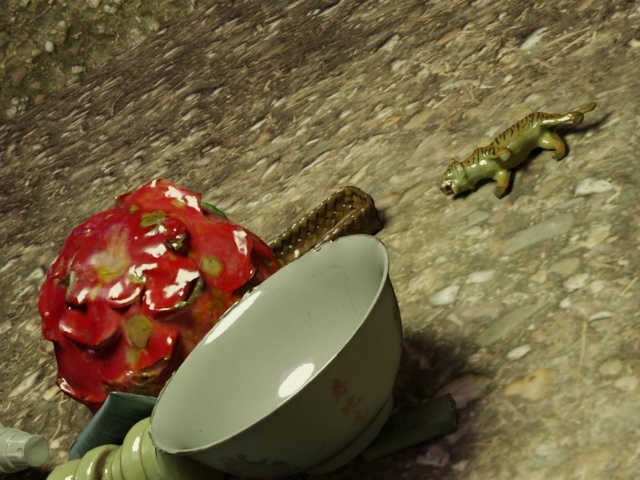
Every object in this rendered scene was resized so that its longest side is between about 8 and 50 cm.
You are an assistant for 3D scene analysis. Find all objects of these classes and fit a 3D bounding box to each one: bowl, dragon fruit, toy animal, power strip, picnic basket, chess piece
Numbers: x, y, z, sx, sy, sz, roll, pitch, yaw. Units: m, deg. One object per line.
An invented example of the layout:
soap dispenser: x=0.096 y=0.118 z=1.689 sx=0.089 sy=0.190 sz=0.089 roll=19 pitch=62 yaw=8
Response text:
bowl: x=-0.016 y=0.163 z=1.235 sx=0.345 sy=0.157 sz=0.345 roll=-36 pitch=18 yaw=14
dragon fruit: x=-0.247 y=0.075 z=1.516 sx=0.370 sy=0.249 sz=0.386 roll=-20 pitch=47 yaw=27
toy animal: x=0.275 y=-0.131 z=1.507 sx=0.241 sy=0.057 sz=0.099 roll=-34 pitch=28 yaw=2
power strip: x=0.093 y=0.213 z=1.214 sx=0.136 sy=0.019 sz=0.051 roll=-25 pitch=27 yaw=19
picnic basket: x=0.000 y=0.000 z=1.600 sx=0.193 sy=0.055 sz=0.110 roll=-39 pitch=28 yaw=-7
chess piece: x=-0.246 y=0.301 z=1.348 sx=0.243 sy=0.133 sz=0.133 roll=-26 pitch=29 yaw=29

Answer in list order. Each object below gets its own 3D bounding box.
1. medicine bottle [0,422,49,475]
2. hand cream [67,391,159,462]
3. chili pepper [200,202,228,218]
medicine bottle: x=-0.531 y=0.316 z=1.624 sx=0.351 sy=0.110 sz=0.110 roll=-9 pitch=38 yaw=39
hand cream: x=-0.270 y=0.252 z=1.408 sx=0.256 sy=0.088 sz=0.055 roll=-44 pitch=36 yaw=49
chili pepper: x=-0.167 y=0.019 z=1.726 sx=0.099 sy=0.083 sz=0.253 roll=-35 pitch=33 yaw=3
